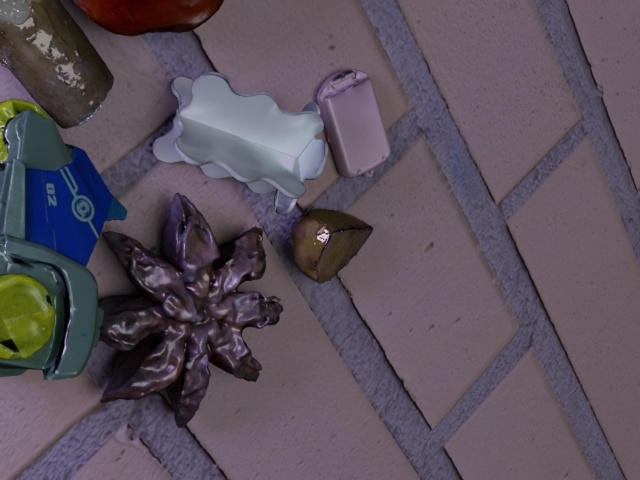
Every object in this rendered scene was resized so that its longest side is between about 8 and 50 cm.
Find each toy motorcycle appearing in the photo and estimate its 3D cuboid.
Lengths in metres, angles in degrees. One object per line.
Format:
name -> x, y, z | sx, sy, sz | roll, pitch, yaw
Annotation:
toy motorcycle -> -0.340, 0.005, 1.151 | 0.200, 0.191, 0.326 | 22, 71, -40

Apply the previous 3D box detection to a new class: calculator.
calculator -> 0.053, -0.178, 1.479 | 0.100, 0.032, 0.175 | -29, 114, -28

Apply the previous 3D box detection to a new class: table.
table -> -0.112, -0.141, 1.299 | 0.198, 0.166, 0.166 | 17, 88, -29

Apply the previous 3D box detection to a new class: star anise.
star anise -> -0.182, 0.102, 1.308 | 0.332, 0.118, 0.331 | -4, 97, -31

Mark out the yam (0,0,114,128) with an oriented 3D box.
yam -> -0.356, -0.259, 1.131 | 0.106, 0.106, 0.259 | -49, 124, -19

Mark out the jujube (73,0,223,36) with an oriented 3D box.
jujube -> -0.221, -0.404, 1.140 | 0.223, 0.223, 0.318 | -18, 104, -32

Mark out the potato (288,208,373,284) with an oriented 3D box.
potato -> 0.000, 0.000, 1.458 | 0.172, 0.089, 0.100 | -15, 132, -65
